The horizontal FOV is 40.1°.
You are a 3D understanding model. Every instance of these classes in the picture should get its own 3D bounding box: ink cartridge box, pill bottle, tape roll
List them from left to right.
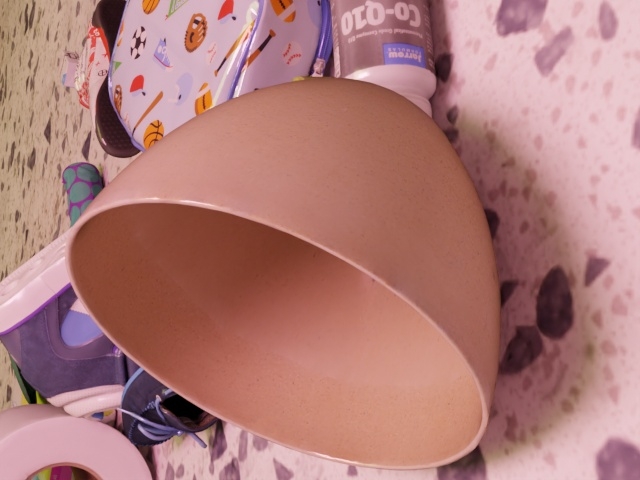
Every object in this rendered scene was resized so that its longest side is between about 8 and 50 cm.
[{"bbox_3d":[-0.356,0.341,1.134,0.169,0.246,0.246,-5,81,59],"label":"tape roll"},{"bbox_3d":[-0.472,-0.324,1.644,0.083,0.028,0.048,51,128,50],"label":"ink cartridge box"},{"bbox_3d":[0.049,-0.144,0.680,0.078,0.078,0.137,-26,64,56],"label":"pill bottle"}]

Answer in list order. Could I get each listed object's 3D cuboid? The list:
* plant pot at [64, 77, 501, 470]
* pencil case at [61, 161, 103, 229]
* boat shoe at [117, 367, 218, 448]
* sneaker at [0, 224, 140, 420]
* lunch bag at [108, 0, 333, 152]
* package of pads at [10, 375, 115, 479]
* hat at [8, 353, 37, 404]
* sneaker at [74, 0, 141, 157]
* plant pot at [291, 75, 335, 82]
[{"bbox_3d":[0.000,0.000,0.599,0.284,0.284,0.191,-33,26,53],"label":"plant pot"},{"bbox_3d":[-0.378,-0.050,1.407,0.070,0.064,0.152,-32,54,24],"label":"pencil case"},{"bbox_3d":[-0.153,0.171,0.953,0.258,0.109,0.089,-55,45,44],"label":"boat shoe"},{"bbox_3d":[-0.215,0.079,1.065,0.322,0.236,0.130,-36,25,-4],"label":"sneaker"},{"bbox_3d":[-0.108,-0.191,0.904,0.303,0.114,0.243,42,115,46],"label":"lunch bag"},{"bbox_3d":[-0.423,0.292,1.395,0.296,0.101,0.229,38,118,55],"label":"package of pads"},{"bbox_3d":[-0.349,0.122,1.256,0.208,0.183,0.173,98,153,-58],"label":"hat"},{"bbox_3d":[-0.304,-0.208,1.288,0.145,0.090,0.270,-47,46,52],"label":"sneaker"},{"bbox_3d":[0.010,-0.107,0.739,0.083,0.079,0.083,-15,73,59],"label":"plant pot"}]
